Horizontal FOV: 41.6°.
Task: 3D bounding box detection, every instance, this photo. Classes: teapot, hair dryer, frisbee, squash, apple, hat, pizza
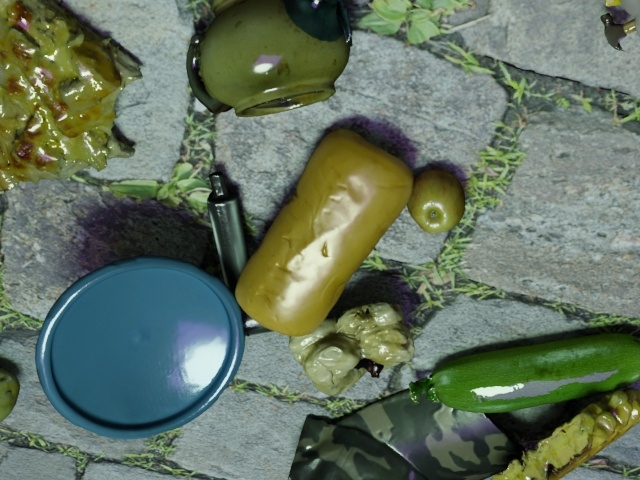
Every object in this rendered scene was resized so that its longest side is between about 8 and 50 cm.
[{"bbox_3d":[-0.070,-0.240,0.970,0.270,0.173,0.182,-11,94,44],"label":"teapot"},{"bbox_3d":[-0.187,0.043,1.261,0.321,0.155,0.284,-17,106,2],"label":"hair dryer"},{"bbox_3d":[-0.250,0.147,1.182,0.290,0.049,0.289,-9,115,-19],"label":"frisbee"},{"bbox_3d":[0.324,0.213,1.322,0.379,0.101,0.101,-10,127,15],"label":"squash"},{"bbox_3d":[0.157,-0.052,1.138,0.084,0.071,0.084,3,128,3],"label":"apple"},{"bbox_3d":[0.153,0.438,1.464,0.382,0.257,0.366,-20,128,43],"label":"hat"},{"bbox_3d":[-0.349,-0.175,1.083,0.223,0.089,0.323,15,129,-2],"label":"pizza"}]

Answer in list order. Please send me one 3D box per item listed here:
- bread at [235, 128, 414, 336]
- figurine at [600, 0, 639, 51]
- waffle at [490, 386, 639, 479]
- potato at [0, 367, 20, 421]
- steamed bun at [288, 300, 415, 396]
[{"bbox_3d":[0.000,0.000,1.135,0.142,0.091,0.305,33,109,2],"label":"bread"},{"bbox_3d":[0.405,-0.290,0.903,0.137,0.112,0.229,27,117,-10],"label":"figurine"},{"bbox_3d":[0.395,0.334,1.343,0.283,0.065,0.309,-33,154,1],"label":"waffle"},{"bbox_3d":[-0.609,0.276,1.432,0.194,0.157,0.157,-15,126,15],"label":"potato"},{"bbox_3d":[0.052,0.170,1.273,0.178,0.106,0.192,-15,164,2],"label":"steamed bun"}]
